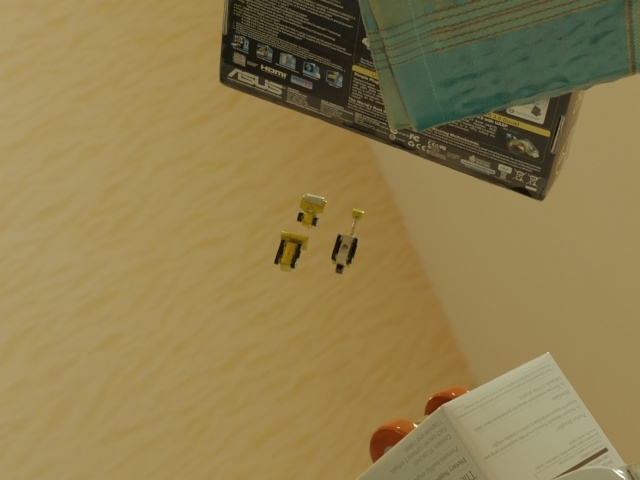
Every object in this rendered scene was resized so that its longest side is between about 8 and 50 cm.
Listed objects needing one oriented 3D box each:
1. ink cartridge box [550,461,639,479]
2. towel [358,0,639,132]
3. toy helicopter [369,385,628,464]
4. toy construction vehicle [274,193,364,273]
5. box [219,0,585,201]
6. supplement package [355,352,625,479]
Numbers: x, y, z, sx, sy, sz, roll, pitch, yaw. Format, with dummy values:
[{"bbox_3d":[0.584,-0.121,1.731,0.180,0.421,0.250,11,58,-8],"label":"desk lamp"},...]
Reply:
[{"bbox_3d":[0.083,0.279,0.867,0.306,0.226,0.131,79,-10,-48],"label":"ink cartridge box"},{"bbox_3d":[0.191,-0.164,0.785,0.271,0.370,0.040,68,7,-66],"label":"towel"},{"bbox_3d":[0.235,0.309,1.970,0.355,0.140,0.235,-1,-74,43],"label":"toy helicopter"},{"bbox_3d":[0.000,0.000,1.860,0.086,0.098,0.035,12,-31,7],"label":"toy construction vehicle"},{"bbox_3d":[0.092,-0.239,1.743,0.395,0.097,0.318,21,-41,14],"label":"box"},{"bbox_3d":[0.166,0.235,1.274,0.244,0.134,0.139,56,-43,14],"label":"supplement package"}]
